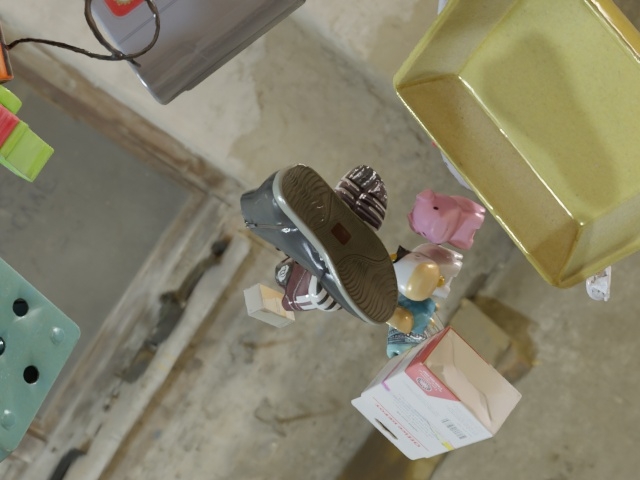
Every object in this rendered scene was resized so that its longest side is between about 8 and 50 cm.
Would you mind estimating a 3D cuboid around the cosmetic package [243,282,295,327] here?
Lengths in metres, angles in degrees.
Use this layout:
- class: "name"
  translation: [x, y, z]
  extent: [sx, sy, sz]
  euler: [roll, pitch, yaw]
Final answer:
- class: "cosmetic package"
  translation: [-0.104, 0.134, 1.858]
  extent: [0.041, 0.115, 0.060]
  euler: [-26, 61, 23]

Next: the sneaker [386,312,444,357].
- class: "sneaker"
  translation: [0.205, 0.247, 1.667]
  extent: [0.110, 0.283, 0.122]
  euler: [-20, 32, 40]

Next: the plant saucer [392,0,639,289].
- class: "plant saucer"
  translation: [0.258, -0.138, 0.982]
  extent: [0.081, 0.333, 0.333]
  euler: [-35, -6, -26]

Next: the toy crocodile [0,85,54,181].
- class: "toy crocodile"
  translation: [-0.508, -0.204, 1.258]
  extent: [0.105, 0.340, 0.115]
  euler: [13, 62, 48]

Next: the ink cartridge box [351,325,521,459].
- class: "ink cartridge box"
  translation: [0.128, 0.185, 1.065]
  extent: [0.067, 0.115, 0.198]
  euler: [-46, 2, -31]

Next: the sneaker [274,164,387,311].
- class: "sneaker"
  translation: [0.000, 0.000, 1.496]
  extent: [0.162, 0.106, 0.281]
  euler: [-18, 38, 44]

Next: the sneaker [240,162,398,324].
- class: "sneaker"
  translation: [0.000, 0.010, 1.097]
  extent: [0.083, 0.222, 0.118]
  euler: [-42, 13, -30]

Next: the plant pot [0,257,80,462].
- class: "plant pot"
  translation: [-0.304, 0.088, 0.671]
  extent: [0.234, 0.165, 0.166]
  euler: [-12, 41, 36]

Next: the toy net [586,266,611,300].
- class: "toy net"
  translation: [0.492, 0.053, 1.617]
  extent: [0.232, 0.045, 0.122]
  euler: [-59, -30, -58]

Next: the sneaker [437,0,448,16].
- class: "sneaker"
  translation: [0.192, -0.286, 1.329]
  extent: [0.153, 0.101, 0.269]
  euler: [-171, 84, -72]

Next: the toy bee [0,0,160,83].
- class: "toy bee"
  translation: [-0.299, -0.127, 0.695]
  extent: [0.162, 0.298, 0.195]
  euler: [0, 83, 51]

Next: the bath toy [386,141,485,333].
- class: "bath toy"
  translation: [0.188, -0.022, 1.466]
  extent: [0.151, 0.129, 0.348]
  euler: [-51, -15, -72]

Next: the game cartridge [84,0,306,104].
- class: "game cartridge"
  translation: [-0.153, -0.298, 0.838]
  extent: [0.196, 0.294, 0.060]
  euler: [-36, -7, 1]
